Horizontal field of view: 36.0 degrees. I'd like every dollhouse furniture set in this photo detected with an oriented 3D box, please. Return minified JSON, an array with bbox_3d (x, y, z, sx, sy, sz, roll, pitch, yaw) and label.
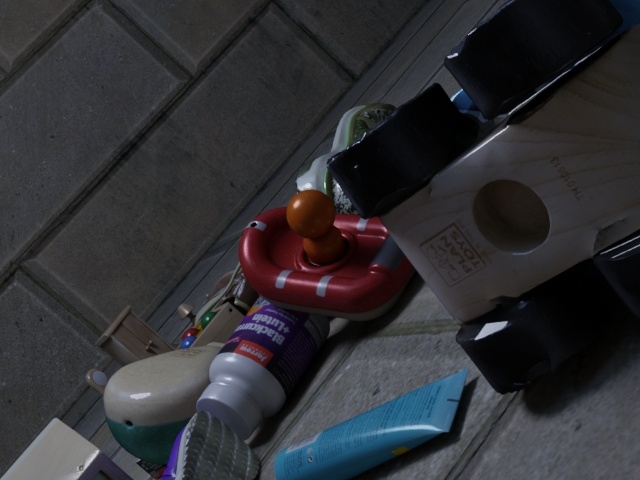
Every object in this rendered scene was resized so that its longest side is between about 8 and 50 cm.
[{"bbox_3d":[-0.286,0.157,1.996,0.355,0.174,0.303,-41,12,32],"label":"dollhouse furniture set"}]

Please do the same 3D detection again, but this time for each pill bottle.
[{"bbox_3d":[-0.076,0.159,1.271,0.108,0.108,0.193,-35,16,51],"label":"pill bottle"}]

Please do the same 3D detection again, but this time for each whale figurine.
[{"bbox_3d":[-0.196,0.237,1.467,0.216,0.141,0.272,0,14,28],"label":"whale figurine"}]

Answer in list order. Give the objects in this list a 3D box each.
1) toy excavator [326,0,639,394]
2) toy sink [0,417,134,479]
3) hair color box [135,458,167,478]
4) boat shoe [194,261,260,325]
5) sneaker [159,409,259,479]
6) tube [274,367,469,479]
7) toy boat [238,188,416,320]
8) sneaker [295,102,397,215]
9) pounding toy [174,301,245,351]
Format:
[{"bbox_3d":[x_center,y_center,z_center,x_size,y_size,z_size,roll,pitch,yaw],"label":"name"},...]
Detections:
[{"bbox_3d":[0.202,-0.074,0.856,0.445,0.222,0.433,-37,0,-44],"label":"toy excavator"},{"bbox_3d":[-0.273,0.355,1.193,0.131,0.234,0.152,18,60,47],"label":"toy sink"},{"bbox_3d":[-0.222,0.298,1.536,0.072,0.043,0.141,-37,13,47],"label":"hair color box"},{"bbox_3d":[-0.134,0.106,1.839,0.257,0.095,0.095,-51,22,15],"label":"boat shoe"},{"bbox_3d":[-0.159,0.301,1.077,0.146,0.102,0.293,-45,10,15],"label":"sneaker"},{"bbox_3d":[0.044,0.176,0.879,0.207,0.052,0.080,-34,21,36],"label":"tube"},{"bbox_3d":[0.000,0.000,1.222,0.231,0.151,0.151,6,46,32],"label":"toy boat"},{"bbox_3d":[0.110,-0.126,1.681,0.182,0.158,0.410,-6,27,25],"label":"sneaker"},{"bbox_3d":[-0.227,0.220,1.720,0.206,0.094,0.181,-52,11,-27],"label":"pounding toy"}]
